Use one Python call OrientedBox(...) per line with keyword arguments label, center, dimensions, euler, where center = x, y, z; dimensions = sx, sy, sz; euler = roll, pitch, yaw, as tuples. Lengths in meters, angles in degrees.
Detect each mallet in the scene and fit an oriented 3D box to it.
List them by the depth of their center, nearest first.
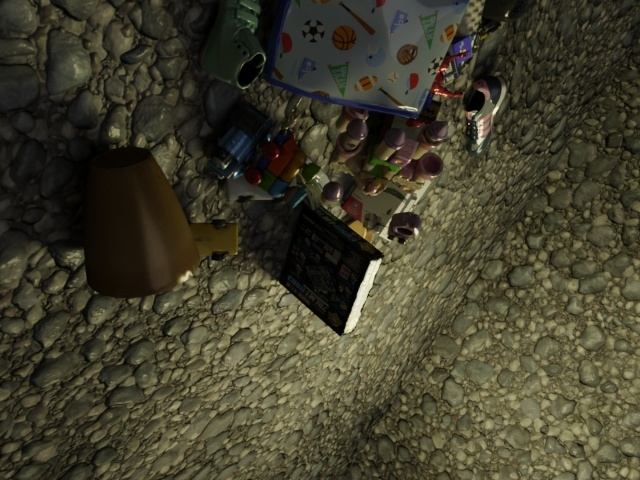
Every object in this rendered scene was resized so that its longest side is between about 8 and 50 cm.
OrientedBox(label="mallet", center=(0.531, -0.658, 2.054), dimensions=(0.190, 0.039, 0.062), euler=(-33, 145, -37))

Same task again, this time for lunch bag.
OrientedBox(label="lunch bag", center=(0.081, -0.481, 1.414), dimensions=(0.386, 0.239, 0.327), euler=(1, 126, -28))

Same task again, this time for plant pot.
OrientedBox(label="plant pot", center=(-0.383, -0.053, 1.289), dimensions=(0.237, 0.237, 0.254), euler=(-27, 126, -36))
OrientedBox(label="plant pot", center=(0.092, 0.019, 2.171), dimensions=(0.236, 0.032, 0.236), euler=(-35, 146, -28))

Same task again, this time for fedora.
OrientedBox(label="fedora", center=(0.565, -0.770, 1.860), dimensions=(0.334, 0.153, 0.333), euler=(-35, 146, -28))

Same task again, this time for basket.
OrientedBox(label="basket", center=(0.294, -0.565, 1.659), dimensions=(0.255, 0.201, 0.288), euler=(-20, 141, -47))

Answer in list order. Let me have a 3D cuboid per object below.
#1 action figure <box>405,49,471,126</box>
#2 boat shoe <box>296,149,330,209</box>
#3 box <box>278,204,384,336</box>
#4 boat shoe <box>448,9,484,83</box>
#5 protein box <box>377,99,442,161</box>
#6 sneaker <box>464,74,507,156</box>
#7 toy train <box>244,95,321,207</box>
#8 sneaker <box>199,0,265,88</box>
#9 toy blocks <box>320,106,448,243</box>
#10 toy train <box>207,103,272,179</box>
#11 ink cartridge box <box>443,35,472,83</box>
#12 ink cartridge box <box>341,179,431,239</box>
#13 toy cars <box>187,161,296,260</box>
OrientedBox(label="action figure", center=(0.303, -0.386, 1.595), dimensions=(0.139, 0.091, 0.280), euler=(-12, 169, -7))
OrientedBox(label="boat shoe", center=(-0.037, -0.162, 1.730), dimensions=(0.094, 0.109, 0.302), euler=(-46, 151, -1))
OrientedBox(label="box", center=(0.023, 0.085, 1.885), dimensions=(0.073, 0.296, 0.293), euler=(-16, 133, -43))
OrientedBox(label="boat shoe", center=(0.421, -0.618, 1.846), dimensions=(0.113, 0.127, 0.340), euler=(-33, 148, -25))
OrientedBox(label="protein box", center=(0.251, -0.309, 1.863), dimensions=(0.199, 0.136, 0.201), euler=(-60, 169, -57))
OrientedBox(label="sneaker", center=(0.557, -0.442, 2.271), dimensions=(0.131, 0.112, 0.318), euler=(-13, 131, -25))
OrientedBox(label="toy train", center=(-0.056, -0.193, 1.453), dimensions=(0.248, 0.143, 0.105), euler=(-49, -177, 37))
OrientedBox(label="sneaker", center=(-0.139, -0.430, 1.259), dimensions=(0.094, 0.151, 0.255), euler=(-3, 123, -51))
OrientedBox(label="toy blocks", center=(0.171, -0.200, 1.579), dimensions=(0.260, 0.289, 0.308), euler=(137, -30, -68))
OrientedBox(label="toy train", center=(-0.186, -0.224, 1.464), dimensions=(0.184, 0.080, 0.105), euler=(-51, 168, -9))
OrientedBox(label="ink cartridge box", center=(0.312, -0.454, 1.681), dimensions=(0.208, 0.045, 0.206), euler=(-24, 175, 15))
OrientedBox(label="ink cartridge box", center=(0.211, -0.146, 2.017), dimensions=(0.237, 0.172, 0.100), euler=(-56, 150, 6))
OrientedBox(label="toy cars", center=(-0.230, -0.074, 1.569), dimensions=(0.394, 0.087, 0.176), euler=(-44, 113, -17))
